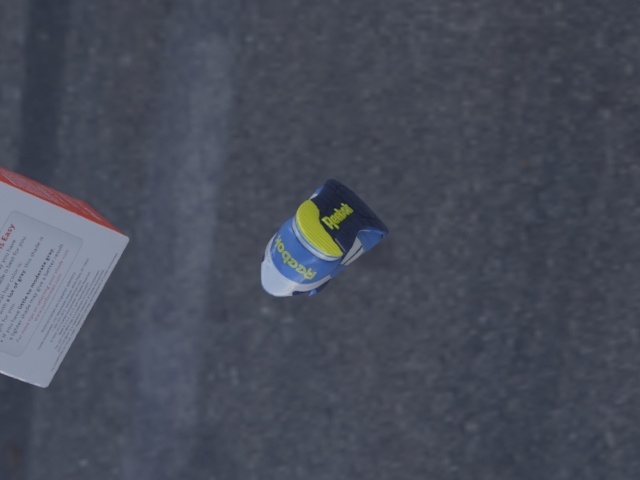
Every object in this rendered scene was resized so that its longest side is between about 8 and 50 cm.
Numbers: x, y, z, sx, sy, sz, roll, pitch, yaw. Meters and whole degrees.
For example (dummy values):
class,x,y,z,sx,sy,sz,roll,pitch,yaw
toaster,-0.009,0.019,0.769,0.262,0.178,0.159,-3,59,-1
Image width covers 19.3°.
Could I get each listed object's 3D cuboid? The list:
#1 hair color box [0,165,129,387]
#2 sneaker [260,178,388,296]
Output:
class,x,y,z,sx,sy,sz,roll,pitch,yaw
hair color box,-0.187,0.002,0.928,0.053,0.167,0.093,33,95,45
sneaker,0.000,0.000,1.225,0.053,0.144,0.059,43,110,9
